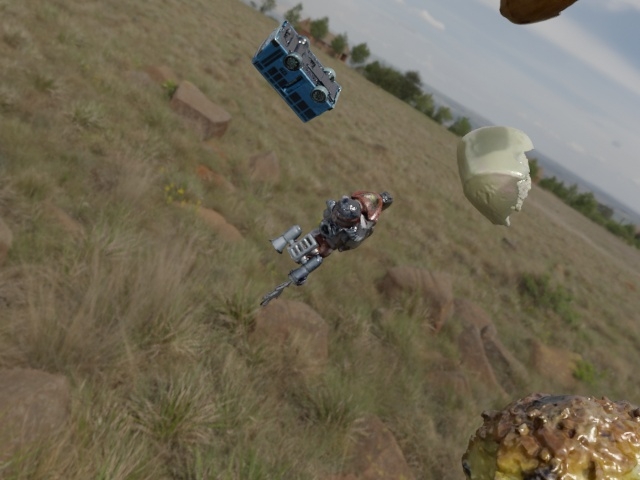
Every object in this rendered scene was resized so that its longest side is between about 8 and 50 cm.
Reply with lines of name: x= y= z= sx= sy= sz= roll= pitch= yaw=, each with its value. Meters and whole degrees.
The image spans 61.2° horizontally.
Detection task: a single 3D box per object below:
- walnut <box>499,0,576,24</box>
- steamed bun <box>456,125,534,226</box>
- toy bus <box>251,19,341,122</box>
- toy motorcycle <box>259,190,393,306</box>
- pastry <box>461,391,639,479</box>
walnut: x=0.388 y=-0.428 z=0.871 sx=0.116 sy=0.207 sz=0.115 roll=34 pitch=40 yaw=-34
steamed bun: x=0.431 y=-0.159 z=1.279 sx=0.200 sy=0.170 sz=0.225 roll=37 pitch=40 yaw=-27
toy bus: x=-0.051 y=-0.343 z=1.110 sx=0.184 sy=0.106 sz=0.090 roll=45 pitch=43 yaw=-28
toy motorcycle: x=0.000 y=0.000 z=1.276 sx=0.134 sy=0.401 sz=0.207 roll=57 pitch=4 yaw=10
pastry: x=0.428 y=0.401 z=0.920 sx=0.338 sy=0.405 sz=0.292 roll=-5 pitch=63 yaw=1
